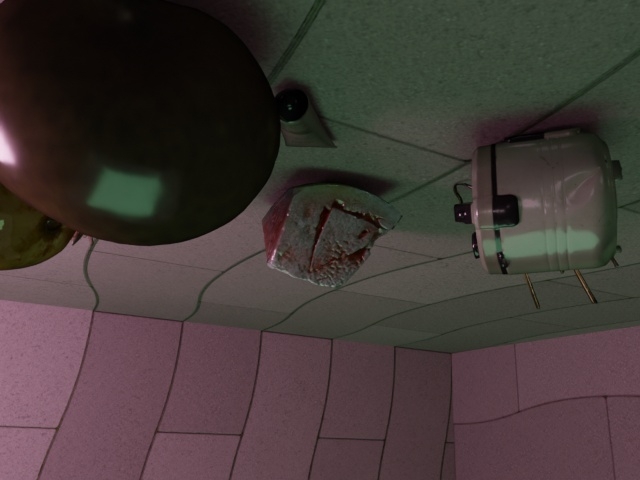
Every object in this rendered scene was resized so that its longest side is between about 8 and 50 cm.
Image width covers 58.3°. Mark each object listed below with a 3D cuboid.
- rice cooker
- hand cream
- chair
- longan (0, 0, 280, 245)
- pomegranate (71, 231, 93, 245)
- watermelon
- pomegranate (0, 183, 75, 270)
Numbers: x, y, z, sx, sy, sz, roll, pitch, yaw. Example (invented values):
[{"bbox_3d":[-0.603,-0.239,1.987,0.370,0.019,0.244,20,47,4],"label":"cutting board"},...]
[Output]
[{"bbox_3d":[0.336,-0.057,0.906,0.244,0.225,0.226,-8,159,22],"label":"rice cooker"},{"bbox_3d":[-0.030,-0.175,0.874,0.087,0.054,0.186,3,169,11],"label":"hand cream"},{"bbox_3d":[0.430,-0.030,1.124,0.325,0.170,0.160,55,147,-11],"label":"chair"},{"bbox_3d":[-0.216,-0.135,0.658,0.350,0.288,0.288,16,158,-24],"label":"longan"},{"bbox_3d":[-0.418,-0.068,1.077,0.130,0.159,0.129,-2,-173,0],"label":"pomegranate"},{"bbox_3d":[0.000,0.000,1.157,0.213,0.201,0.262,19,161,-19],"label":"watermelon"},{"bbox_3d":[-0.513,-0.080,0.901,0.271,0.251,0.229,23,-152,21],"label":"pomegranate"}]
